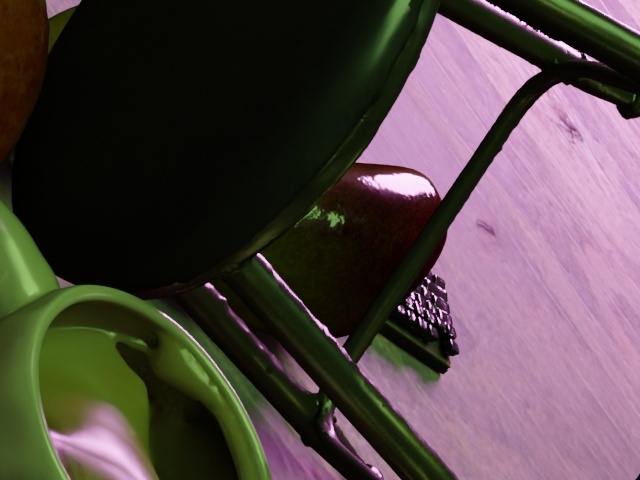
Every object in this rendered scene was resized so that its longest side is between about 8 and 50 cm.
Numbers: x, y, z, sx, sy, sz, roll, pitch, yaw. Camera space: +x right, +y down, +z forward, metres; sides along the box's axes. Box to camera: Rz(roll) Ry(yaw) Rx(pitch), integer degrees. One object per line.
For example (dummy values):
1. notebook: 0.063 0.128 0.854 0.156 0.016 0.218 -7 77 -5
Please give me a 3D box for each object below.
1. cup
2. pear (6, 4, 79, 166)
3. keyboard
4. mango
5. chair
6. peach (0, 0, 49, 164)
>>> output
1. cup: -0.173 0.109 0.891 0.255 0.202 0.173 49 29 -14
2. pear: -0.143 -0.100 1.219 0.141 0.141 0.104 16 67 -51
3. keyboard: 0.000 0.000 1.466 0.317 0.027 0.106 35 34 -35
4. mango: -0.007 0.008 1.343 0.267 0.133 0.111 -3 35 -43
5. chair: 0.069 -0.010 1.084 0.410 0.362 0.364 36 -2 -33
6. peach: -0.252 -0.129 0.997 0.232 0.232 0.257 52 25 -9
